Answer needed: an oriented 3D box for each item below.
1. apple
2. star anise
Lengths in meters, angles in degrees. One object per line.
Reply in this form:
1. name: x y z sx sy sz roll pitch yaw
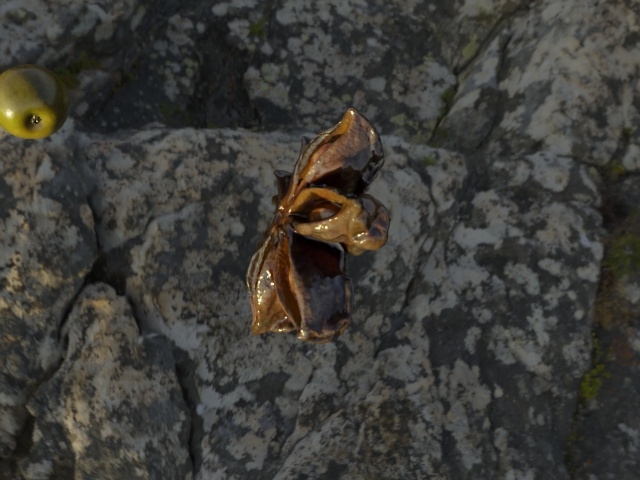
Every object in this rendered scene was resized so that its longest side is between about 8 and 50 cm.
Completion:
1. apple: -0.342 -0.162 0.757 0.089 0.090 0.074 -19 56 -20
2. star anise: 0.004 -0.004 0.634 0.098 0.220 0.214 9 66 -29
